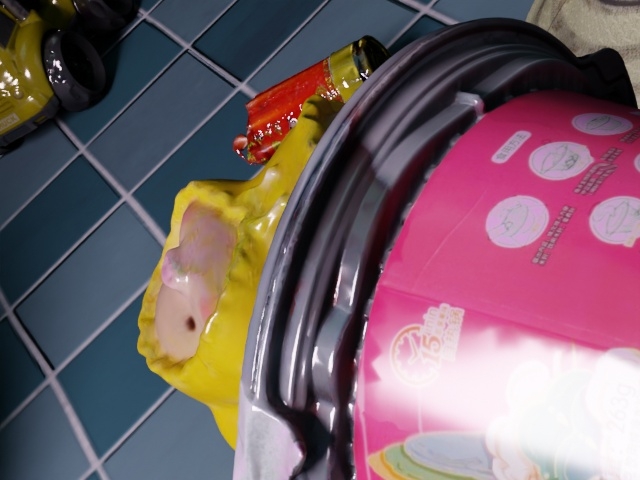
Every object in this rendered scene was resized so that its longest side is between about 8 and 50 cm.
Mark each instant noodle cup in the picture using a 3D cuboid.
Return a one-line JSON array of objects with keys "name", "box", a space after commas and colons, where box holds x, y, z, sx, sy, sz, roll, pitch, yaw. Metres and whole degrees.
[{"name": "instant noodle cup", "box": [0.120, 0.053, 0.560, 0.182, 0.258, 0.302, 14, 64, 38]}]

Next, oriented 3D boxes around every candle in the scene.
[{"name": "candle", "box": [-0.009, -0.091, 1.030, 0.131, 0.052, 0.052, -27, 35, 26]}]

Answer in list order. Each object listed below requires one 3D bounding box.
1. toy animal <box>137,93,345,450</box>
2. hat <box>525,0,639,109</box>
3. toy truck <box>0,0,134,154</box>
[{"name": "toy animal", "box": [0.001, 0.004, 0.836, 0.230, 0.156, 0.156, -41, 30, 22]}, {"name": "hat", "box": [0.197, -0.190, 0.863, 0.252, 0.110, 0.252, -28, 34, 21]}, {"name": "toy truck", "box": [-0.281, -0.197, 1.347, 0.147, 0.165, 0.224, -24, 37, 27]}]
